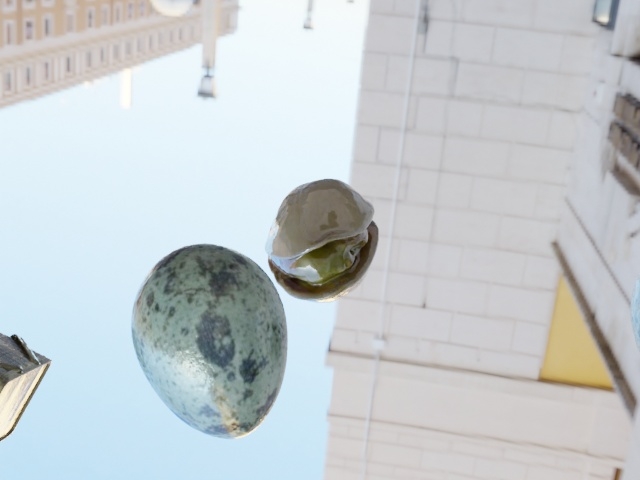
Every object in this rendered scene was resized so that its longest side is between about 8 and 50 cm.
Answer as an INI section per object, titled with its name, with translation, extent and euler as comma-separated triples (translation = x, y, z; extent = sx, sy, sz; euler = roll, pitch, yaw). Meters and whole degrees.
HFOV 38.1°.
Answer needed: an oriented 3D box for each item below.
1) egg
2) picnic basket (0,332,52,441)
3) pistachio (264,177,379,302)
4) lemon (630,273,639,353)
[egg]
translation = -0.092, 0.086, 0.794
extent = 0.132, 0.172, 0.132
euler = -15, 163, -5
[picnic basket]
translation = -0.377, 0.169, 1.024
extent = 0.080, 0.115, 0.164
euler = 29, -177, 2
[pistachio]
translation = 0.000, 0.000, 1.122
extent = 0.144, 0.143, 0.215
euler = 6, -160, 2
[lemon]
translation = 0.471, 0.088, 1.017
extent = 0.254, 0.253, 0.310
euler = 4, -166, -5
